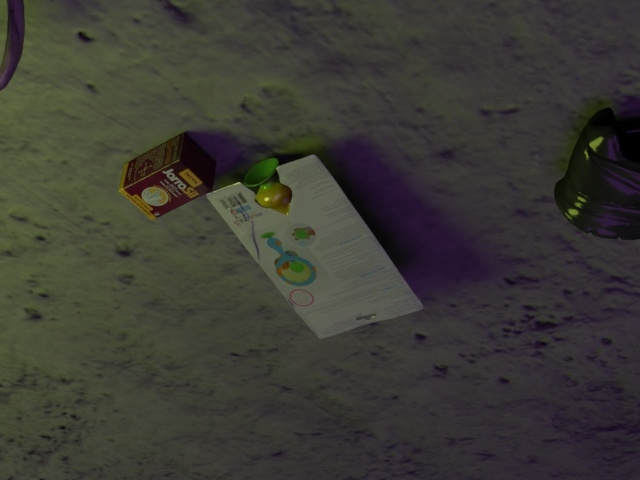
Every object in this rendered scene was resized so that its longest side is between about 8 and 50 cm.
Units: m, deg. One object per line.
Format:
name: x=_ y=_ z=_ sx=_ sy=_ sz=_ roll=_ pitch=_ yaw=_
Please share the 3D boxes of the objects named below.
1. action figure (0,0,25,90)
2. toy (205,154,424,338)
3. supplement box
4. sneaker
action figure: x=-0.442 y=-0.261 z=0.838 sx=0.370 sy=0.248 sz=0.276 roll=10 pitch=-178 yaw=9
toy: x=0.000 y=0.000 z=1.158 sx=0.136 sy=0.056 sz=0.237 roll=-18 pitch=130 yaw=27
supplement box: x=-0.156 y=-0.065 z=1.100 sx=0.083 sy=0.043 sz=0.055 roll=-25 pitch=130 yaw=26
sneaker: x=0.378 y=-0.064 z=1.038 sx=0.286 sy=0.109 sz=0.130 roll=2 pitch=132 yaw=-2
